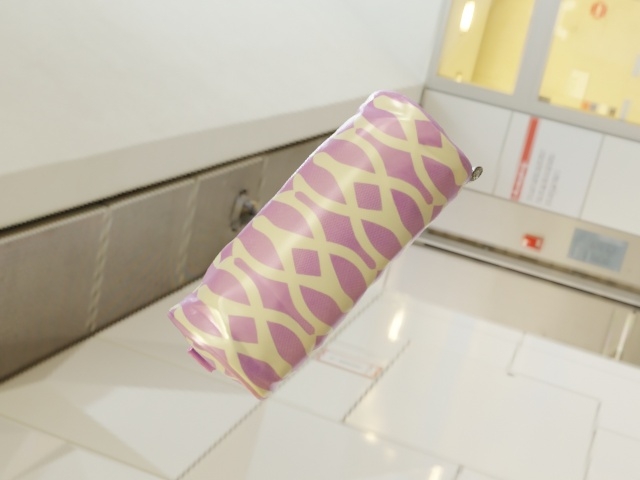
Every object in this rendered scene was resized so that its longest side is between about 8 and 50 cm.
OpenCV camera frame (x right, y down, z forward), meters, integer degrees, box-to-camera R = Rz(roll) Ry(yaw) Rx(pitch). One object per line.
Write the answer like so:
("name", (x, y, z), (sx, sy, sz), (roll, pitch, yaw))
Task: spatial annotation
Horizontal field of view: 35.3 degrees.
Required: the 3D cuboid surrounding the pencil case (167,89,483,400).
("pencil case", (0.000, 0.000, 0.606), (0.206, 0.086, 0.088), (-46, 17, -10))
